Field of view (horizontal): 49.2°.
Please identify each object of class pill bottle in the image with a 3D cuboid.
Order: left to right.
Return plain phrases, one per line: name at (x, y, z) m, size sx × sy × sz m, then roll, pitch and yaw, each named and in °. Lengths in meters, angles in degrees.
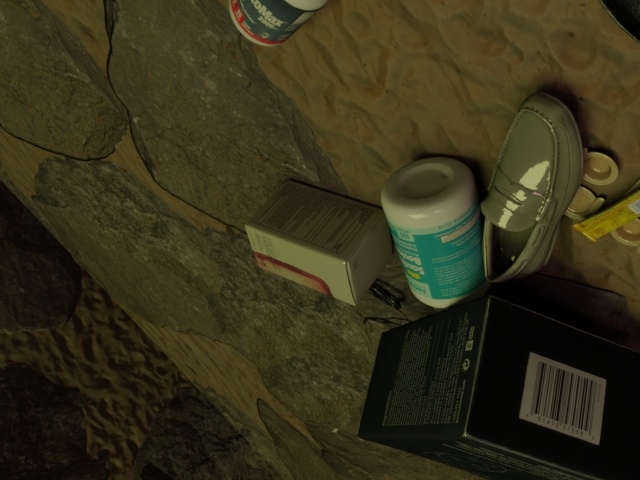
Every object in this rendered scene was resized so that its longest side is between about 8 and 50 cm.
pill bottle at (-0.043, -0.356, 0.969) m, size 0.108 × 0.108 × 0.180 m, roll 48°, pitch 147°, yaw -12°
pill bottle at (0.197, 0.008, 1.126) m, size 0.146 × 0.146 × 0.264 m, roll 11°, pitch 138°, yaw 38°

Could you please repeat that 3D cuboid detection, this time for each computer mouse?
computer mouse at (0.195, 0.161, 1.430) m, size 0.242 × 0.041 × 0.071 m, roll 43°, pitch 165°, yaw 6°

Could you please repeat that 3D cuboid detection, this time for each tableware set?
tableware set at (0.401, -0.055, 0.953) m, size 0.169 × 0.020 × 0.141 m, roll 29°, pitch 146°, yaw 19°

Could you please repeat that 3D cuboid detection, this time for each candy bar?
candy bar at (0.404, -0.039, 0.934) m, size 0.040 × 0.018 × 0.161 m, roll 38°, pitch 147°, yaw -4°

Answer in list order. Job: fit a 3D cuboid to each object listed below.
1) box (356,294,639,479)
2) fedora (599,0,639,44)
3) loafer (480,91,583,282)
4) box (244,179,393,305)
box at (0.284, 0.266, 1.163) m, size 0.294 × 0.211 × 0.395 m, roll 21°, pitch 159°, yaw -14°
fedora at (0.351, -0.270, 0.616) m, size 0.334 × 0.152 × 0.334 m, roll 28°, pitch 146°, yaw 21°
loafer at (0.284, -0.057, 0.973) m, size 0.112 × 0.111 × 0.319 m, roll 41°, pitch 153°, yaw 38°
box at (0.000, 0.000, 1.322) m, size 0.232 × 0.148 × 0.126 m, roll 21°, pitch 143°, yaw 30°
